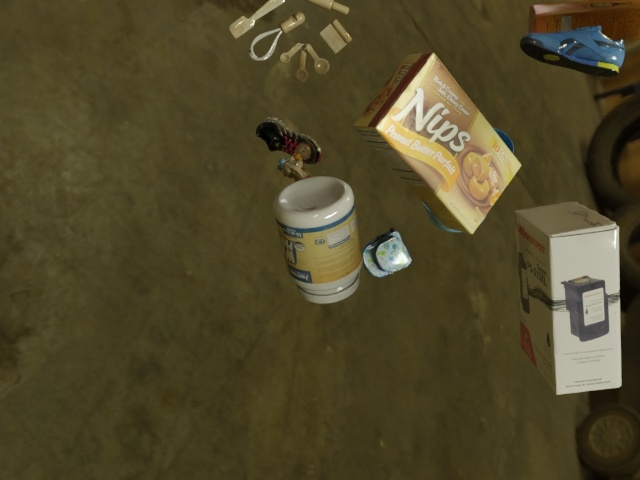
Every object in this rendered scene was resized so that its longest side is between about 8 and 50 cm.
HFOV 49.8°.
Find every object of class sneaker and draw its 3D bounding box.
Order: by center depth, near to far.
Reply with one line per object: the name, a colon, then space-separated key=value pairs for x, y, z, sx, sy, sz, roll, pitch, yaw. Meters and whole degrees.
sneaker: x=0.483 y=-0.376 z=1.321 sx=0.209 sy=0.069 sz=0.082 roll=11 pitch=91 yaw=-9
sneaker: x=-0.077 y=-0.218 z=1.548 sx=0.170 sy=0.063 sz=0.075 roll=35 pitch=34 yaw=15

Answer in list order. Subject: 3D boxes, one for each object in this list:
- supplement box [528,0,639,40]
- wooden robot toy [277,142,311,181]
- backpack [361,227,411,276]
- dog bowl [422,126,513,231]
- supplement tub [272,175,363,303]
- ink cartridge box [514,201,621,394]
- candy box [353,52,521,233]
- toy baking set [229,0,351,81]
supplement box: x=0.575 y=-0.472 z=1.491 sx=0.078 sy=0.233 sz=0.080 roll=-79 pitch=163 yaw=-52
wooden robot toy: x=-0.040 y=-0.168 z=1.471 sx=0.076 sy=0.079 sz=0.173 roll=36 pitch=-4 yaw=-4
backpack: x=0.162 y=0.038 z=1.744 sx=0.105 sy=0.114 sz=0.084 roll=65 pitch=-6 yaw=-7
dog bowl: x=0.340 y=-0.142 z=1.602 sx=0.297 sy=0.165 sz=0.074 roll=-60 pitch=154 yaw=-29
supplement tub: x=0.000 y=0.000 z=1.251 sx=0.144 sy=0.144 sz=0.200 roll=-62 pitch=149 yaw=-49
ink cartridge box: x=0.360 y=0.077 z=1.015 sx=0.172 sy=0.100 sz=0.237 roll=-94 pitch=177 yaw=-75
candy box: x=0.231 y=-0.181 z=1.324 sx=0.316 sy=0.087 sz=0.183 roll=43 pitch=78 yaw=-27
toy baking set: x=-0.059 y=-0.466 z=1.517 sx=0.256 sy=0.197 sz=0.030 roll=24 pitch=5 yaw=-12
